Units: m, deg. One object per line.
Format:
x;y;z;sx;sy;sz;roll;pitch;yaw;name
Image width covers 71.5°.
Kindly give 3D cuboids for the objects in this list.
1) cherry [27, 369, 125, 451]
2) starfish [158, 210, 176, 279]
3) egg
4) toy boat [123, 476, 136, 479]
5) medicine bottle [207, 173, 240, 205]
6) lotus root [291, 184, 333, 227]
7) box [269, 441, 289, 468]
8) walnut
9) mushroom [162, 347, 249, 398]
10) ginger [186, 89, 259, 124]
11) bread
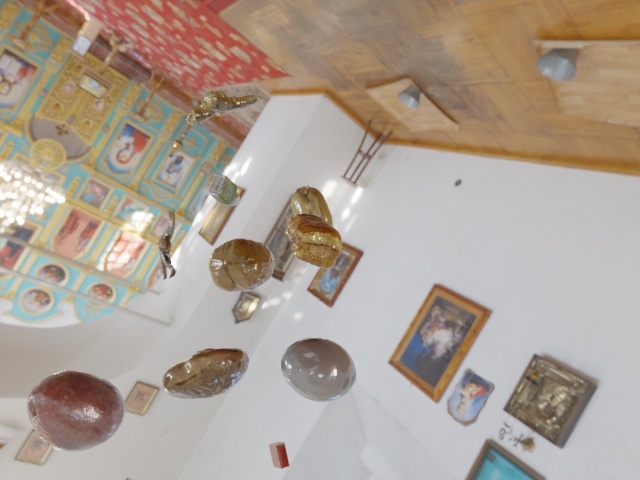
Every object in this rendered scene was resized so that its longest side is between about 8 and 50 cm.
-0.746;0.511;1.348;0.261;0.221;0.307;-12;134;19;cherry
-0.462;0.009;1.334;0.057;0.213;0.237;4;-136;-23;starfish
-0.008;0.364;1.266;0.232;0.176;0.176;33;179;-32;egg
-0.506;0.705;1.173;0.064;0.072;0.206;41;165;-26;toy boat
-0.539;-0.274;2.519;0.088;0.131;0.188;13;164;24;medicine bottle
-0.034;-0.111;2.025;0.146;0.160;0.284;-51;-58;-74;lotus root
-0.200;1.038;2.152;0.048;0.112;0.175;-9;161;-22;box
-0.450;0.140;2.554;0.355;0.307;0.398;-5;172;12;walnut
-0.360;0.424;1.429;0.278;0.278;0.145;32;-147;-57;mushroom
-0.418;-0.579;1.897;0.334;0.147;0.081;-24;-124;-38;ginger
-0.029;-0.015;1.681;0.195;0.148;0.344;21;-171;-14;bread
